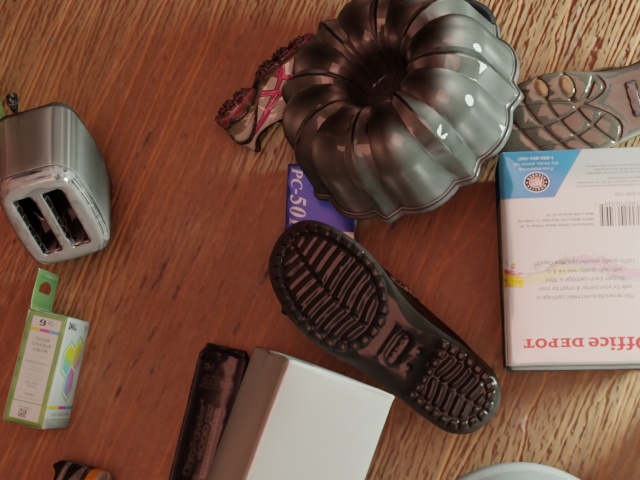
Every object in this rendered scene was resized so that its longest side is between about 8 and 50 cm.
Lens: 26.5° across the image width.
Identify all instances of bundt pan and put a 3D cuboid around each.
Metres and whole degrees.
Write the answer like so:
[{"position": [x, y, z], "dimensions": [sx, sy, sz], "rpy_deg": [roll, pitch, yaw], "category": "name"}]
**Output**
[{"position": [0.085, -0.194, 1.758], "dimensions": [0.331, 0.124, 0.330], "rpy_deg": [-16, 57, 26], "category": "bundt pan"}]

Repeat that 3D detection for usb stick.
[{"position": [-0.158, 0.280, 1.847], "dimensions": [0.077, 0.045, 0.278], "rpy_deg": [12, 84, 14], "category": "usb stick"}]

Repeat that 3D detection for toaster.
[{"position": [-0.358, -0.076, 1.812], "dimensions": [0.129, 0.227, 0.146], "rpy_deg": [-15, 47, 3], "category": "toaster"}]

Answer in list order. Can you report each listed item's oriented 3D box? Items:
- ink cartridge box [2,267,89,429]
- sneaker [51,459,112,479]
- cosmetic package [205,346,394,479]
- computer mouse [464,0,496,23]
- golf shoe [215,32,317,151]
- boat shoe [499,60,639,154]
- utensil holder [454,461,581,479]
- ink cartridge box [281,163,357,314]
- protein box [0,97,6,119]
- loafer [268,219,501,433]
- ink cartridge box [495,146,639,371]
[{"position": [-0.366, 0.150, 1.852], "dimensions": [0.062, 0.109, 0.209], "rpy_deg": [11, 84, 7], "category": "ink cartridge box"}, {"position": [-0.361, 0.397, 1.843], "dimensions": [0.083, 0.084, 0.214], "rpy_deg": [24, 82, 22], "category": "sneaker"}, {"position": [-0.062, 0.340, 1.729], "dimensions": [0.156, 0.217, 0.385], "rpy_deg": [23, 87, -13], "category": "cosmetic package"}, {"position": [0.132, -0.214, 1.877], "dimensions": [0.184, 0.060, 0.262], "rpy_deg": [17, 83, 23], "category": "computer mouse"}, {"position": [-0.058, -0.208, 1.894], "dimensions": [0.086, 0.067, 0.186], "rpy_deg": [44, 88, -18], "category": "golf shoe"}, {"position": [0.374, -0.174, 1.814], "dimensions": [0.325, 0.116, 0.123], "rpy_deg": [-10, 89, 8], "category": "boat shoe"}, {"position": [0.266, 0.443, 1.585], "dimensions": [0.328, 0.385, 0.327], "rpy_deg": [0, 87, -3], "category": "utensil holder"}, {"position": [0.000, 0.000, 1.864], "dimensions": [0.097, 0.046, 0.207], "rpy_deg": [1, 83, 5], "category": "ink cartridge box"}, {"position": [-0.530, -0.186, 1.863], "dimensions": [0.136, 0.201, 0.199], "rpy_deg": [-19, 81, 3], "category": "protein box"}, {"position": [0.080, 0.120, 1.773], "dimensions": [0.366, 0.130, 0.134], "rpy_deg": [44, 93, 15], "category": "loafer"}, {"position": [0.329, 0.033, 1.749], "dimensions": [0.198, 0.197, 0.270], "rpy_deg": [-1, 82, 5], "category": "ink cartridge box"}]
